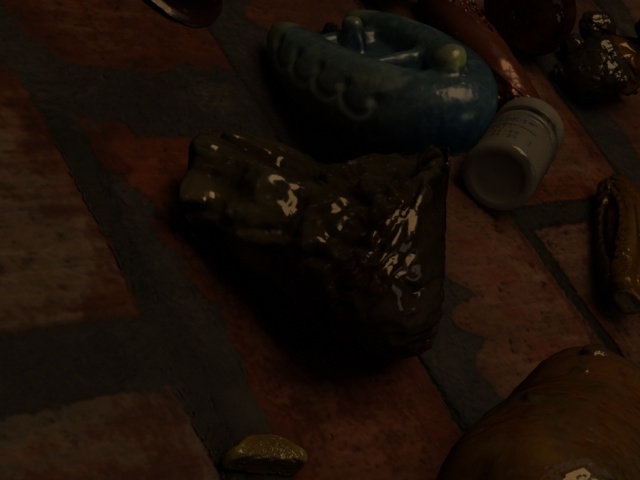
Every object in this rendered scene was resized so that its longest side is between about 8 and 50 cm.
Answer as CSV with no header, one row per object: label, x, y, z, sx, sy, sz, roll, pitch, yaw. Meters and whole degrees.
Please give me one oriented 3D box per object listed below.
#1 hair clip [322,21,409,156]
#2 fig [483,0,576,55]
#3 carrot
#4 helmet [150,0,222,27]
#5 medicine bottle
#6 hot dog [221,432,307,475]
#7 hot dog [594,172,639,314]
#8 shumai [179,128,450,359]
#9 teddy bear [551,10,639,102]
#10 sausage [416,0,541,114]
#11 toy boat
hair clip,0.060,-0.192,1.867,0.083,0.048,0.275,-2,52,-40
fig,0.351,-0.366,2.270,0.146,0.134,0.201,58,29,8
carrot,0.237,0.247,1.401,0.224,0.224,0.340,45,32,6
helmet,-0.169,-0.361,1.788,0.155,0.106,0.175,8,50,-38
medicine bottle,0.259,-0.117,1.922,0.105,0.105,0.168,41,35,0
hot dog,-0.054,0.198,1.345,0.090,0.030,0.034,12,43,-36
hot dog,0.412,0.002,1.971,0.083,0.068,0.289,53,25,-23
shumai,-0.003,0.001,1.543,0.283,0.217,0.346,4,24,3
teddy bear,0.459,-0.283,2.283,0.177,0.140,0.190,12,28,38
sausage,0.235,-0.262,2.076,0.079,0.087,0.326,-25,66,-15
toy boat,0.081,-0.219,1.739,0.215,0.123,0.330,-12,35,-30
